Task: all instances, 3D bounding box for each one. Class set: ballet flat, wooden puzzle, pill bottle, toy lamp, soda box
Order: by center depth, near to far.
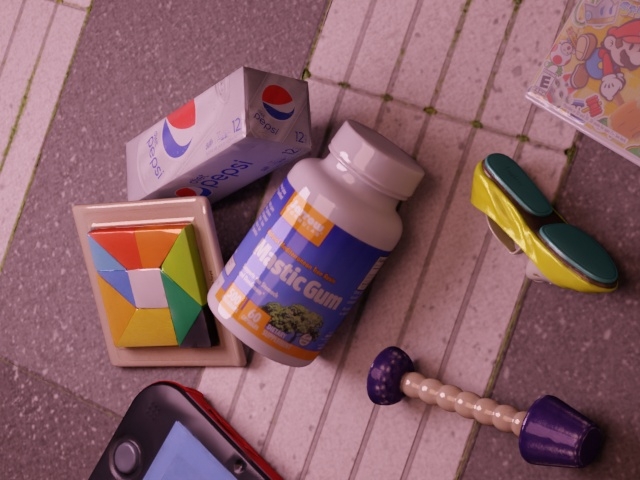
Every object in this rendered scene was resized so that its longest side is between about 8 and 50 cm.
[{"bbox_3d":[0.178,0.183,1.821,0.274,0.080,0.080,18,91,36],"label":"toy lamp"},{"bbox_3d":[0.240,-0.001,1.829,0.231,0.077,0.077,51,130,34],"label":"ballet flat"},{"bbox_3d":[0.000,0.000,1.939,0.152,0.152,0.272,43,106,33],"label":"pill bottle"},{"bbox_3d":[-0.130,-0.116,2.032,0.286,0.098,0.091,-25,62,51],"label":"soda box"},{"bbox_3d":[-0.209,0.058,2.085,0.238,0.044,0.221,-2,108,37],"label":"wooden puzzle"}]

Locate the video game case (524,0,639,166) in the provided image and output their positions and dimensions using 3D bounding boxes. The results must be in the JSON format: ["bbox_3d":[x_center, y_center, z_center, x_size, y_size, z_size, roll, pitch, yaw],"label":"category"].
[{"bbox_3d":[0.358,-0.194,1.806,0.227,0.026,0.206,36,101,35],"label":"video game case"}]

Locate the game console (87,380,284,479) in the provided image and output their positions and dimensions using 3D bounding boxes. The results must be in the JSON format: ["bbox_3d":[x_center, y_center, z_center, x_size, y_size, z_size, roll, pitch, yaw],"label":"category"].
[{"bbox_3d":[-0.163,0.398,2.027,0.386,0.060,0.342,41,104,34],"label":"game console"}]
